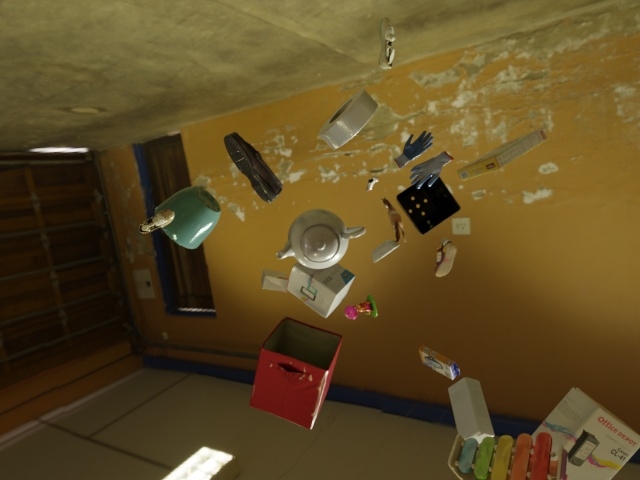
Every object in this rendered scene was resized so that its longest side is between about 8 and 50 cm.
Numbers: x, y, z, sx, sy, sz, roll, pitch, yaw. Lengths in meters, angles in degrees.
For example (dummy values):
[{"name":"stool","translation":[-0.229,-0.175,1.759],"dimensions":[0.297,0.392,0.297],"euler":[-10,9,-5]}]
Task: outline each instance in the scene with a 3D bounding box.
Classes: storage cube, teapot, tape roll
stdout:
[{"name":"storage cube","translation":[-0.065,0.355,1.151],"dimensions":[0.184,0.193,0.215],"euler":[17,-161,10]},{"name":"teapot","translation":[0.000,0.000,1.590],"dimensions":[0.253,0.255,0.187],"euler":[30,-175,-9]},{"name":"tape roll","translation":[0.123,-0.546,1.894],"dimensions":[0.286,0.100,0.286],"euler":[-43,-162,17]}]

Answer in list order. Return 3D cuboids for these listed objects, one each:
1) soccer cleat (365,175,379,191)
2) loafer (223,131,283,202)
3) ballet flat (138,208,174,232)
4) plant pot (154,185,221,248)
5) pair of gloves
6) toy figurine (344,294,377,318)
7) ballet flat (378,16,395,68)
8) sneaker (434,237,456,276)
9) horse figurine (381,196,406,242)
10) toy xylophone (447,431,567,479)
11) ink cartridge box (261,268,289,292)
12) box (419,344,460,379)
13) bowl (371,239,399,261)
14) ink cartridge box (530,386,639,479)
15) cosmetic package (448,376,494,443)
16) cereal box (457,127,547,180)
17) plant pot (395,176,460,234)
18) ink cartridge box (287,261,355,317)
[{"name":"soccer cleat","translation":[0.199,-0.227,1.680],"dimensions":[0.036,0.029,0.083],"euler":[9,145,-29]},{"name":"loafer","translation":[-0.249,-0.286,1.598],"dimensions":[0.109,0.302,0.095],"euler":[2,-138,50]},{"name":"ballet flat","translation":[-0.761,-0.081,1.942],"dimensions":[0.206,0.073,0.067],"euler":[-27,-165,25]},{"name":"plant pot","translation":[-0.665,-0.143,2.188],"dimensions":[0.235,0.293,0.293],"euler":[-40,-178,12]},{"name":"pair of gloves","translation":[0.346,-0.279,1.439],"dimensions":[0.159,0.198,0.023],"euler":[-41,150,16]},{"name":"toy figurine","translation":[0.208,0.378,2.326],"dimensions":[0.160,0.129,0.173],"euler":[-13,178,-11]},{"name":"ballet flat","translation":[0.241,-0.694,1.486],"dimensions":[0.057,0.168,0.052],"euler":[-30,-138,-34]},{"name":"sneaker","translation":[0.572,0.079,1.957],"dimensions":[0.070,0.185,0.083],"euler":[6,-151,-17]},{"name":"horse figurine","translation":[0.379,-0.096,2.135],"dimensions":[0.066,0.174,0.263],"euler":[-16,-149,9]},{"name":"toy xylophone","translation":[0.518,0.649,1.170],"dimensions":[0.323,0.081,0.236],"euler":[-18,-162,32]},{"name":"ink cartridge box","translation":[-0.224,0.190,2.037],"dimensions":[0.116,0.067,0.198],"euler":[12,-175,-11]},{"name":"box","translation":[0.394,0.406,1.393],"dimensions":[0.028,0.081,0.136],"euler":[-42,-139,-23]},{"name":"bowl","translation":[0.302,0.044,1.994],"dimensions":[0.142,0.053,0.142],"euler":[-39,171,14]},{"name":"ink cartridge box","translation":[0.839,0.673,1.370],"dimensions":[0.226,0.306,0.131],"euler":[35,-173,-10]},{"name":"cosmetic package","translation":[0.601,0.683,1.691],"dimensions":[0.086,0.117,0.230],"euler":[20,-139,-18]},{"name":"cereal box","translation":[0.589,-0.278,1.372],"dimensions":[0.240,0.047,0.173],"euler":[-31,-173,-22]},{"name":"plant pot","translation":[0.418,-0.146,1.711],"dimensions":[0.188,0.188,0.167],"euler":[-35,180,-1]},{"name":"ink cartridge box","translation":[-0.003,0.216,2.190],"dimensions":[0.270,0.197,0.198],"euler":[34,-138,16]}]
